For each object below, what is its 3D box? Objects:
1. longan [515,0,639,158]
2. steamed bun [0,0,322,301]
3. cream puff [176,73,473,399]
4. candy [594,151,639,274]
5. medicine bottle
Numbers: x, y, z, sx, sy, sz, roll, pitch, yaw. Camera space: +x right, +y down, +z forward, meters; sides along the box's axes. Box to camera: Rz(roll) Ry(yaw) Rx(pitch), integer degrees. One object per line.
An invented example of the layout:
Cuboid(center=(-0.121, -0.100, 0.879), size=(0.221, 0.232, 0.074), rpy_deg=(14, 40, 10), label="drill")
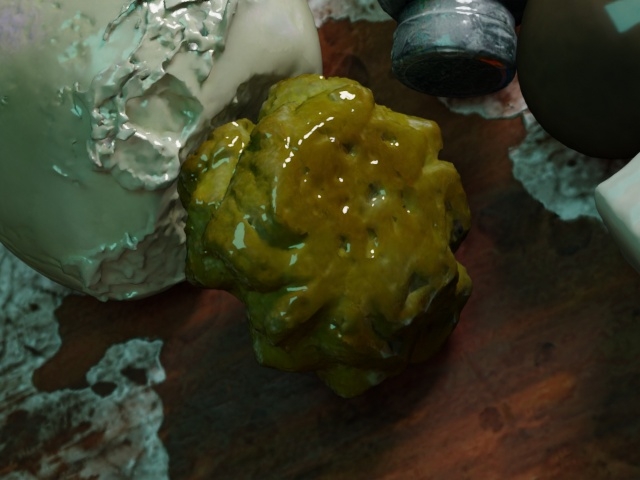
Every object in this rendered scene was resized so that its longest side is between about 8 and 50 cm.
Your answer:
Cuboid(center=(0.240, -0.152, 1.475), size=(0.189, 0.189, 0.189), rpy_deg=(-8, 68, 20), label="longan")
Cuboid(center=(-0.186, -0.139, 1.608), size=(0.312, 0.233, 0.333), rpy_deg=(25, 80, 27), label="steamed bun")
Cuboid(center=(0.005, -0.006, 1.495), size=(0.196, 0.244, 0.244), rpy_deg=(14, 76, 40), label="cream puff")
Cuboid(center=(0.376, 0.041, 1.353), size=(0.208, 0.145, 0.358), rpy_deg=(-39, 60, 5), label="candy")
Cuboid(center=(0.116, -0.268, 1.581), size=(0.141, 0.141, 0.293), rpy_deg=(-3, 69, 22), label="medicine bottle")
